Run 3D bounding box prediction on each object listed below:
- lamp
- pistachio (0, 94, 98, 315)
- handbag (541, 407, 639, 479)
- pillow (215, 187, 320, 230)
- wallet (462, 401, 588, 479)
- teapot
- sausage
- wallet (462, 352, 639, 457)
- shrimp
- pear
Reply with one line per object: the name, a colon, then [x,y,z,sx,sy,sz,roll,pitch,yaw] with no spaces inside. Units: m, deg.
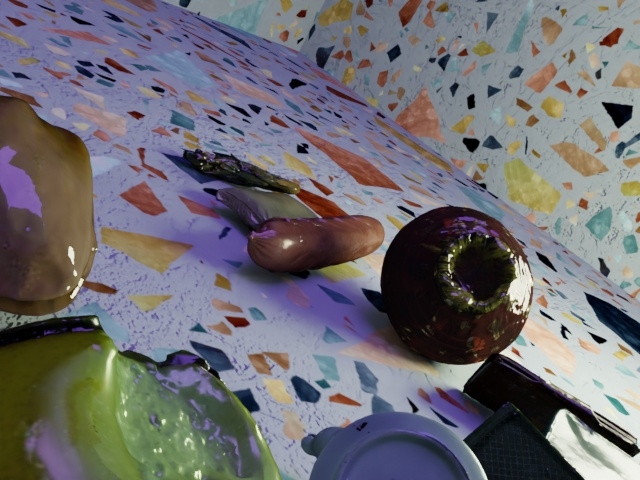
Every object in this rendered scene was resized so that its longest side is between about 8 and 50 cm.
lamp: [0.207,0.066,1.227,0.246,0.247,0.247,26,19,-10]
pistachio: [-0.336,-0.036,0.830,0.212,0.163,0.261,-3,46,-23]
handbag: [0.381,0.358,0.963,0.326,0.089,0.238,37,20,16]
pillow: [-0.078,-0.046,1.374,0.119,0.053,0.208,41,19,25]
wallet: [0.202,0.287,0.774,0.055,0.160,0.236,39,7,-47]
teapot: [0.067,0.248,0.729,0.232,0.159,0.159,45,23,18]
sausage: [0.001,0.002,1.312,0.088,0.088,0.433,37,18,21]
wallet: [0.321,0.242,1.138,0.232,0.122,0.031,32,54,5]
shrimp: [-0.134,-0.120,1.437,0.217,0.051,0.150,15,4,-19]
pear: [-0.122,0.190,0.491,0.292,0.159,0.292,37,16,-12]
